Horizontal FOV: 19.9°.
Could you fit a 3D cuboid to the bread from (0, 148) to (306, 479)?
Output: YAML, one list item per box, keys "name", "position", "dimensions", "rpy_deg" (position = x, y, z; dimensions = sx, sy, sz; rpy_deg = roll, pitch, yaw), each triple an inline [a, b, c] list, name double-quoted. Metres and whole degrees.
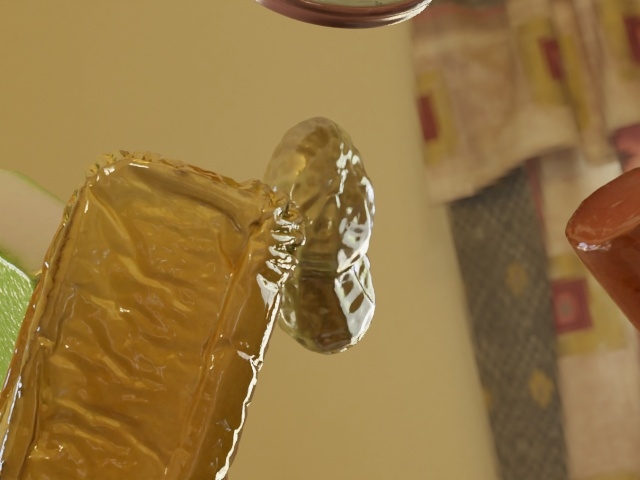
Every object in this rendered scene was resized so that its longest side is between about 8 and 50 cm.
- name: "bread"
  position: [-0.112, 0.087, 1.100]
  dimensions: [0.152, 0.288, 0.119]
  rpy_deg: [17, -3, -6]

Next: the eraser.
- name: "eraser"
  position: [-0.231, 0.084, 1.559]
  dimensions: [0.092, 0.210, 0.274]
  rpy_deg: [-33, -48, -26]

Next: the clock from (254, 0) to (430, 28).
- name: "clock"
  position: [0.011, -0.295, 1.816]
  dimensions: [0.244, 0.244, 0.056]
  rpy_deg: [-4, -48, -19]

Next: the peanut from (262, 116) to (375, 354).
- name: "peanut"
  position: [0.000, 0.000, 1.774]
  dimensions: [0.110, 0.197, 0.233]
  rpy_deg: [3, -60, 6]

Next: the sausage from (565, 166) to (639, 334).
- name: "sausage"
  position: [0.319, 0.059, 1.534]
  dimensions: [0.113, 0.113, 0.259]
  rpy_deg: [-26, -64, 31]
